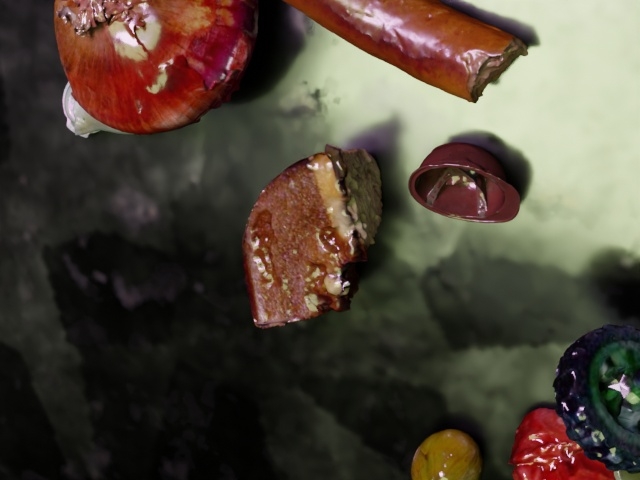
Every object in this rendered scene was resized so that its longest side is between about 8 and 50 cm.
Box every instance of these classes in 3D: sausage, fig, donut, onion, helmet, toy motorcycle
[{"bbox_3d":[0.049,-0.223,0.838,0.302,0.103,0.076,31,84,9],"label":"sausage"},{"bbox_3d":[0.133,0.257,0.962,0.084,0.098,0.082,-23,99,38],"label":"fig"},{"bbox_3d":[-0.004,-0.010,0.916,0.144,0.126,0.187,-1,102,29],"label":"donut"},{"bbox_3d":[-0.176,-0.227,0.874,0.229,0.163,0.230,-4,76,17],"label":"onion"},{"bbox_3d":[0.147,-0.065,0.876,0.111,0.057,0.089,14,147,7],"label":"helmet"},{"bbox_3d":[0.398,0.207,0.776,0.410,0.237,0.169,47,159,4],"label":"toy motorcycle"}]

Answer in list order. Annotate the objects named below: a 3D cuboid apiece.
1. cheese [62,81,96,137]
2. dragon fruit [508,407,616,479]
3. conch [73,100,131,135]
[{"bbox_3d":[-0.260,-0.174,1.016,0.067,0.026,0.121,33,111,7],"label":"cheese"},{"bbox_3d":[0.282,0.335,0.903,0.330,0.302,0.240,60,150,12],"label":"dragon fruit"},{"bbox_3d":[-0.201,-0.160,0.970,0.180,0.065,0.088,-12,112,16],"label":"conch"}]
